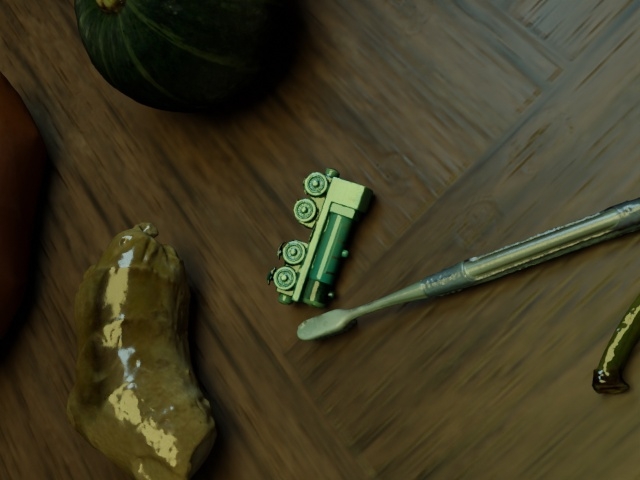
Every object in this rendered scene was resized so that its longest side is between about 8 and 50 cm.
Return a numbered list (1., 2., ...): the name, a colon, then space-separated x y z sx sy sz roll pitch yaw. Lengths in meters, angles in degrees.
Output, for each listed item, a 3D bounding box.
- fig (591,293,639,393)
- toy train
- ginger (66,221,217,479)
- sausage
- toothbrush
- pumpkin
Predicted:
1. fig: 0.208 -0.008 0.381 0.236 0.124 0.124 -53 53 35
2. toy train: 0.000 0.000 0.534 0.045 0.029 0.092 18 89 18
3. ginger: -0.118 0.082 0.554 0.095 0.069 0.190 -23 65 29
4. sausage: -0.296 -0.025 0.663 0.133 0.133 0.258 -5 73 30
5. toothbrush: 0.082 0.022 0.482 0.220 0.019 0.016 -23 66 23
6. pumpkin: -0.097 -0.173 0.585 0.167 0.125 0.167 0 89 55
